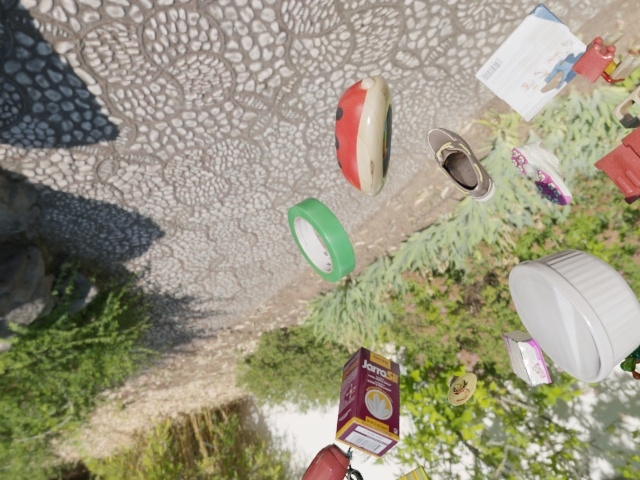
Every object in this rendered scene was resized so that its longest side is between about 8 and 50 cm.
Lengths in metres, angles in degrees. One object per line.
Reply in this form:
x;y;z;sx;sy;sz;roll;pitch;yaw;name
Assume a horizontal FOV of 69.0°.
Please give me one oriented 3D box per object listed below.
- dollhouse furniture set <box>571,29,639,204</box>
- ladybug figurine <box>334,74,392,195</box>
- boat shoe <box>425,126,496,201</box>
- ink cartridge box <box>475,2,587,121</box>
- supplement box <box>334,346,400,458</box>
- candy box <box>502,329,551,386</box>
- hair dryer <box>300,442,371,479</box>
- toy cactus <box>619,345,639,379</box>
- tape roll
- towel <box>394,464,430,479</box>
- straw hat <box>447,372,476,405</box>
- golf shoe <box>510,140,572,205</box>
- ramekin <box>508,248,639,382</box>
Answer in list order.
0.678;-0.286;1.039;0.201;0.374;0.152;-13;154;-28;dollhouse furniture set
0.143;-0.341;1.543;0.161;0.305;0.450;8;141;13;ladybug figurine
0.434;-0.260;1.500;0.096;0.325;0.116;13;131;-47;boat shoe
0.747;-0.619;1.639;0.296;0.261;0.066;-48;-178;31;ink cartridge box
0.101;0.329;0.963;0.104;0.188;0.081;27;125;-10;supplement box
0.746;0.423;1.699;0.071;0.159;0.233;-17;174;7;candy box
0.052;0.565;1.046;0.293;0.224;0.080;-7;-179;-27;hair dryer
0.920;0.304;1.313;0.112;0.219;0.181;21;110;-6;toy cactus
0.000;0.000;1.712;0.077;0.321;0.321;-31;160;-20;tape roll
0.271;0.858;1.565;0.237;0.102;0.021;-38;139;17;towel
0.499;0.527;1.702;0.144;0.061;0.145;-12;117;-24;straw hat
0.872;-0.269;1.784;0.140;0.306;0.115;-27;152;-6;golf shoe
0.530;0.143;0.965;0.127;0.273;0.273;-26;156;-4;ramekin
